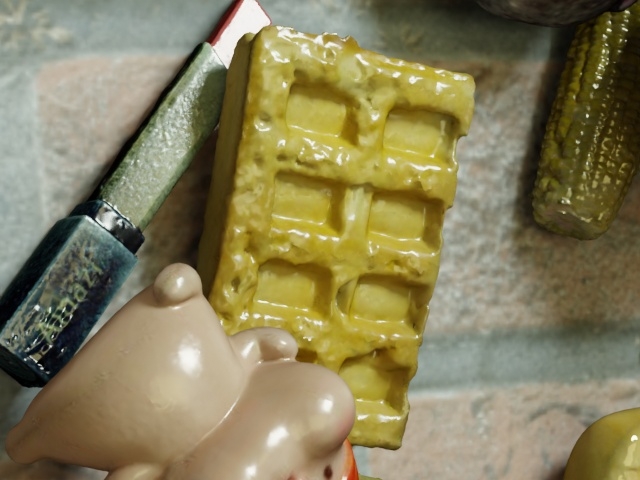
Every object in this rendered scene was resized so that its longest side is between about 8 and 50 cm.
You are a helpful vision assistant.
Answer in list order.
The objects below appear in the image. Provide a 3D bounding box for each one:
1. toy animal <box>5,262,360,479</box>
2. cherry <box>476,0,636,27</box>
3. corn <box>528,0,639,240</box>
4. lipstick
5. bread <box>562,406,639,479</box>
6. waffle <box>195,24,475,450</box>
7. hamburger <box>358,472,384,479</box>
[{"bbox_3d":[-0.070,0.129,1.066,0.198,0.171,0.171,43,66,-5],"label":"toy animal"},{"bbox_3d":[0.167,-0.247,1.266,0.195,0.195,0.195,3,84,-29],"label":"cherry"},{"bbox_3d":[0.229,-0.139,1.346,0.086,0.086,0.288,24,76,-25],"label":"corn"},{"bbox_3d":[-0.115,-0.043,1.159,0.051,0.051,0.312,42,66,-19],"label":"lipstick"},{"bbox_3d":[0.274,0.194,1.328,0.217,0.098,0.147,6,86,-24],"label":"bread"},{"bbox_3d":[0.000,0.000,1.186,0.168,0.057,0.274,9,95,-27],"label":"waffle"},{"bbox_3d":[0.000,0.274,1.146,0.309,0.132,0.211,-36,102,-28],"label":"hamburger"}]
